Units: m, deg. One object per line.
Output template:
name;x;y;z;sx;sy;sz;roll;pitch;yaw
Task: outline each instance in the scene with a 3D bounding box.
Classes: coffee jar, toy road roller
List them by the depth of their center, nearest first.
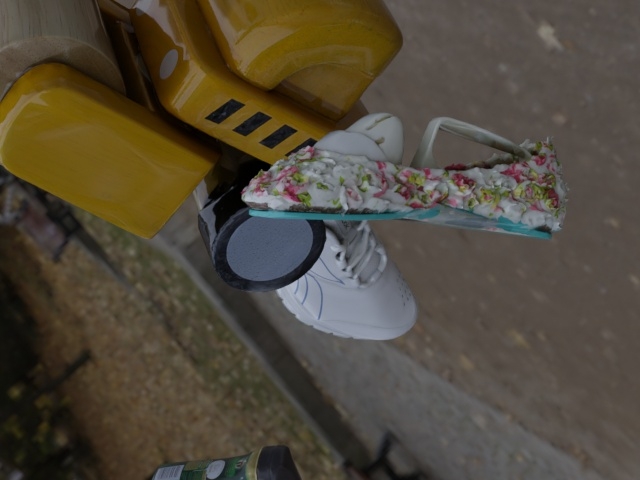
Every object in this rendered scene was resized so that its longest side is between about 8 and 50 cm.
toy road roller;-0.092;-0.139;1.029;0.329;0.241;0.202;25;-155;-34
coffee jar;-0.111;0.311;1.667;0.079;0.184;0.096;-70;-36;-59

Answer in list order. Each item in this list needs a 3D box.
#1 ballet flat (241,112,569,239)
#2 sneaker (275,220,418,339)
ballet flat;0.060;-0.046;0.893;0.240;0.077;0.091;4;-176;-28
sneaker;0.000;0.000;1.298;0.297;0.111;0.129;43;156;-28
